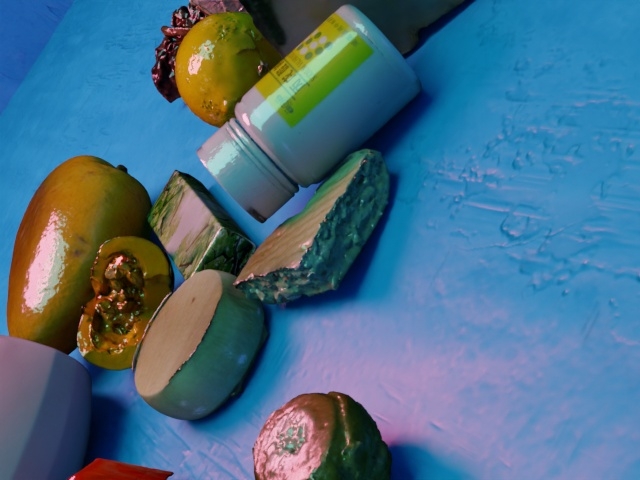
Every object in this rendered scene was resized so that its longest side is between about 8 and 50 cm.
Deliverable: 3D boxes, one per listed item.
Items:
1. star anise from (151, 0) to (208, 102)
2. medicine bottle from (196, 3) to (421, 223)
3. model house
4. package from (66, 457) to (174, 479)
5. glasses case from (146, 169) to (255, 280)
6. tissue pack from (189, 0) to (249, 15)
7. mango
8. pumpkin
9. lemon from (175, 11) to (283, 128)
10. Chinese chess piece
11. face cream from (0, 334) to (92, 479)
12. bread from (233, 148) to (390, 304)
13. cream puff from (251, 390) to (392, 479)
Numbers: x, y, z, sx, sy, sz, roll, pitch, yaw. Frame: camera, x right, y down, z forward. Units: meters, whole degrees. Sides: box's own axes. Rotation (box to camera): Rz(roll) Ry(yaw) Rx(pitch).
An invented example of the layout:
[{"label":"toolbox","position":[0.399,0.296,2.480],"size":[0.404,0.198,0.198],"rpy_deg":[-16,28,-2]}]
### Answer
[{"label":"star anise","position":[-0.225,-0.352,1.787],"size":[0.220,0.126,0.190],"rpy_deg":[-46,27,23]},{"label":"medicine bottle","position":[-0.015,-0.149,1.214],"size":[0.258,0.143,0.143],"rpy_deg":[-43,31,6]},{"label":"model house","position":[0.052,-0.397,1.313],"size":[0.298,0.243,0.284],"rpy_deg":[-27,34,23]},{"label":"package","position":[-0.298,0.417,1.060],"size":[0.423,0.123,0.196],"rpy_deg":[-58,0,-3]},{"label":"glasses case","position":[-0.173,-0.014,1.429],"size":[0.095,0.062,0.272],"rpy_deg":[-58,28,7]},{"label":"tissue pack","position":[-0.113,-0.431,1.637],"size":[0.090,0.186,0.222],"rpy_deg":[-48,28,39]},{"label":"mango","position":[-0.384,0.025,1.558],"size":[0.253,0.182,0.365],"rpy_deg":[-34,30,42]},{"label":"pumpkin","position":[-0.269,0.085,1.412],"size":[0.107,0.119,0.183],"rpy_deg":[54,-127,-88]},{"label":"lemon","position":[-0.132,-0.253,1.498],"size":[0.173,0.173,0.206],"rpy_deg":[-52,21,7]},{"label":"Chinese chess piece","position":[-0.148,0.127,1.234],"size":[0.188,0.083,0.188],"rpy_deg":[-40,30,30]},{"label":"face cream","position":[-0.452,0.317,1.342],"size":[0.312,0.219,0.357],"rpy_deg":[-12,51,50]},{"label":"bread","position":[0.000,0.000,1.146],"size":[0.232,0.064,0.172],"rpy_deg":[-46,19,14]},{"label":"cream puff","position":[0.006,0.203,0.903],"size":[0.126,0.103,0.144],"rpy_deg":[-50,29,0]}]
